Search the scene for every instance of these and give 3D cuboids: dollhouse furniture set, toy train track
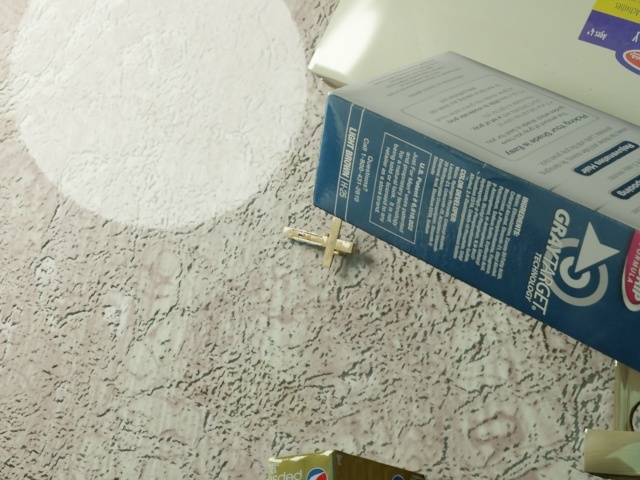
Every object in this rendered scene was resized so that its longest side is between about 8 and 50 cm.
[{"bbox_3d":[0.288,0.125,0.831,0.161,0.182,0.101,-1,74,28],"label":"dollhouse furniture set"},{"bbox_3d":[0.000,0.000,1.120,0.083,0.014,0.048,14,89,36],"label":"toy train track"}]

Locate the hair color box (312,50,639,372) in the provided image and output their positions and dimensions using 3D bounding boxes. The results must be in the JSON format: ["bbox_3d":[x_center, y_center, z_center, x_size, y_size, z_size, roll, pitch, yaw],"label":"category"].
[{"bbox_3d":[0.182,-0.025,0.892,0.347,0.174,0.105,28,124,30],"label":"hair color box"}]

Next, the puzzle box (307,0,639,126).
[{"bbox_3d":[0.212,-0.202,1.046,0.409,0.052,0.272,25,87,31],"label":"puzzle box"}]

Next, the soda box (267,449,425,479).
[{"bbox_3d":[0.026,0.209,0.944,0.058,0.181,0.061,-12,69,25],"label":"soda box"}]
